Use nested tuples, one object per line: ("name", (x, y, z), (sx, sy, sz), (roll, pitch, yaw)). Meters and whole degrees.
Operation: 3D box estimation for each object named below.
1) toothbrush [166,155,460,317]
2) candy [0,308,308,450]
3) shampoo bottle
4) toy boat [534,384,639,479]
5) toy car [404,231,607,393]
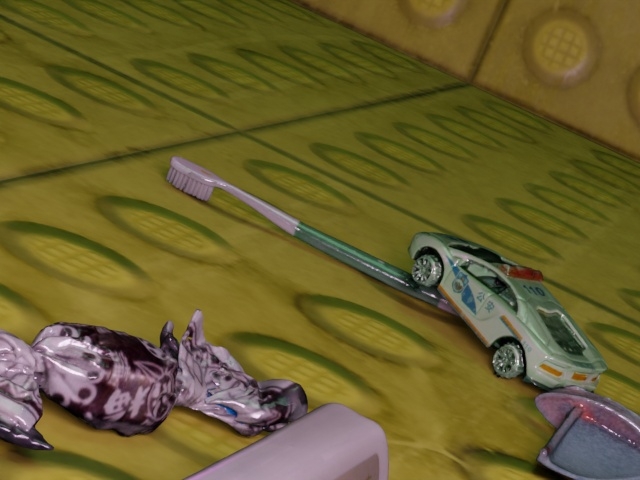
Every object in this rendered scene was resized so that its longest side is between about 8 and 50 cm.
("toothbrush", (0.000, 0.000, 1.476), (0.257, 0.024, 0.018), (25, 30, 4))
("candy", (-0.095, 0.070, 0.975), (0.094, 0.051, 0.226), (37, 18, 36))
("shampoo bottle", (-0.034, 0.124, 0.783), (0.056, 0.086, 0.227), (25, 12, 15))
("toy boat", (0.167, 0.134, 1.231), (0.096, 0.034, 0.122), (26, 22, 12))
("toy car", (0.132, 0.044, 1.409), (0.093, 0.058, 0.186), (10, 29, -44))
